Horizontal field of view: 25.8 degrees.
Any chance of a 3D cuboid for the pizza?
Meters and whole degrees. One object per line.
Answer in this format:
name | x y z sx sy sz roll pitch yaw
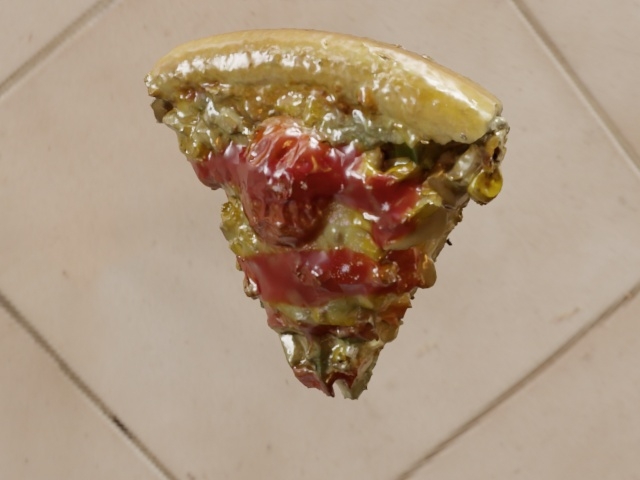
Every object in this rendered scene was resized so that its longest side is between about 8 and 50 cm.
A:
pizza | 0.000 0.000 0.658 0.188 0.062 0.199 10 120 30
